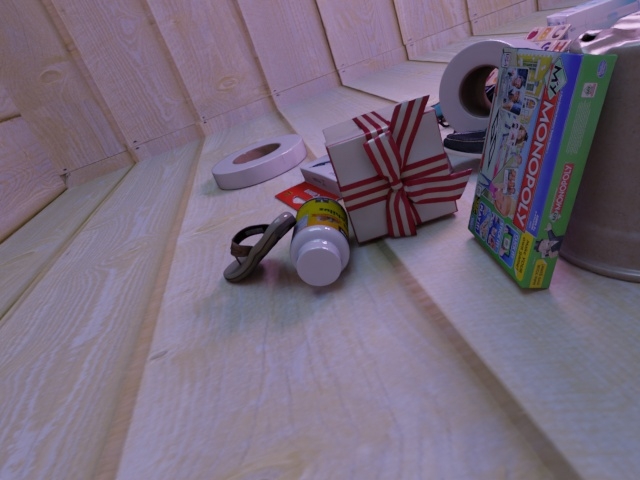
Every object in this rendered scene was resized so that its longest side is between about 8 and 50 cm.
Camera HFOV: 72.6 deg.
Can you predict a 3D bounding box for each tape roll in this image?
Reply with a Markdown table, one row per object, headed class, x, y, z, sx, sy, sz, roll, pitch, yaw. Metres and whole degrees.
| class | x | y | z | sx | sy | sz | roll | pitch | yaw |
| --- | --- | --- | --- | --- | --- | --- | --- | --- | --- |
| tape roll | -0.242 | -0.320 | 1.738 | 0.392 | 0.072 | 0.392 | -16 | 26 | 8 |
| tape roll | 0.463 | -0.400 | 1.151 | 0.246 | 0.246 | 0.169 | 5 | 23 | 42 |

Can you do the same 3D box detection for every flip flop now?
| class | x | y | z | sx | sy | sz | roll | pitch | yaw |
| --- | --- | --- | --- | --- | --- | --- | --- | --- | --- |
| flip flop | -0.143 | 0.005 | 0.921 | 0.112 | 0.080 | 0.277 | -52 | 7 | -36 |

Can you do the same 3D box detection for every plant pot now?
| class | x | y | z | sx | sy | sz | roll | pitch | yaw |
| --- | --- | --- | --- | --- | --- | --- | --- | --- | --- |
| plant pot | 0.491 | -0.157 | 0.619 | 0.334 | 0.305 | 0.334 | -16 | 26 | 8 |

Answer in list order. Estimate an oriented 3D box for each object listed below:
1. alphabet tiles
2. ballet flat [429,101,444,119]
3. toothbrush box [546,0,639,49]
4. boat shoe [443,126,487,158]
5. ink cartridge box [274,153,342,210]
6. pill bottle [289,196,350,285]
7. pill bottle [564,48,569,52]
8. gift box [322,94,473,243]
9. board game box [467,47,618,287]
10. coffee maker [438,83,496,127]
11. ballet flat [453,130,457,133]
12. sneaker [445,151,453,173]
| class | x | y | z | sx | sy | sz | roll | pitch | yaw |
| --- | --- | --- | --- | --- | --- | --- | --- | --- | --- |
| alphabet tiles | 0.630 | -0.548 | 1.413 | 0.342 | 0.011 | 0.285 | -52 | 24 | 10 |
| ballet flat | 0.376 | -0.434 | 1.529 | 0.203 | 0.074 | 0.074 | -22 | 25 | 11 |
| toothbrush box | 0.914 | -0.663 | 1.406 | 0.296 | 0.216 | 0.126 | -19 | 25 | 5 |
| boat shoe | 0.453 | -0.257 | 1.015 | 0.340 | 0.113 | 0.127 | 10 | 33 | 34 |
| ink cartridge box | 0.000 | -0.179 | 1.303 | 0.239 | 0.060 | 0.275 | -27 | 26 | -16 |
| pill bottle | 0.000 | 0.000 | 0.883 | 0.117 | 0.117 | 0.215 | -16 | 26 | 10 |
| pill bottle | 0.739 | -0.525 | 1.358 | 0.131 | 0.131 | 0.229 | -24 | 25 | -8 |
| gift box | 0.159 | -0.171 | 0.950 | 0.276 | 0.255 | 0.258 | -22 | 23 | 8 |
| board game box | 0.311 | -0.118 | 0.662 | 0.046 | 0.317 | 0.213 | 0 | 25 | -4 |
| coffee maker | 0.490 | -0.417 | 1.364 | 0.171 | 0.120 | 0.178 | -61 | 24 | 6 |
| ballet flat | 0.419 | -0.278 | 1.226 | 0.058 | 0.049 | 0.173 | 7 | 31 | -7 |
| sneaker | 0.266 | -0.189 | 1.115 | 0.134 | 0.070 | 0.051 | -16 | 29 | 10 |
